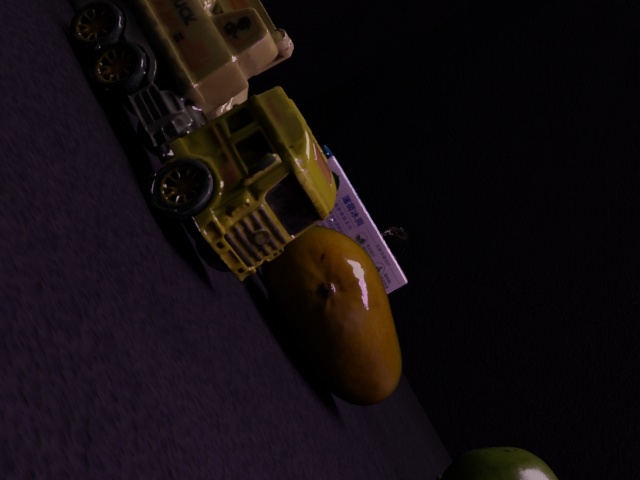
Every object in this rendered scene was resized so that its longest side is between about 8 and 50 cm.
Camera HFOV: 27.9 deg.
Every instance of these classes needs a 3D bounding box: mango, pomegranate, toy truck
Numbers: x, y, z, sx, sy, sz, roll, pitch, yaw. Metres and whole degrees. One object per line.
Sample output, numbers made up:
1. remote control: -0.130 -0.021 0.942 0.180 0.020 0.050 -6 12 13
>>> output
1. mango: 0.017 0.089 1.334 0.156 0.114 0.251 48 -18 43
2. pomegranate: 0.213 0.348 1.633 0.181 0.181 0.224 59 -19 -3
3. toy truck: -0.085 -0.114 1.054 0.272 0.157 0.124 60 2 30

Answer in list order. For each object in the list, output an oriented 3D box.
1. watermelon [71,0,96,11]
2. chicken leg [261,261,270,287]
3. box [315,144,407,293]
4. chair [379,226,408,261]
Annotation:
1. watermelon: -0.175 -0.336 1.248 0.201 0.213 0.261 57 3 -38
2. chicken leg: -0.070 -0.026 1.418 0.085 0.069 0.198 -100 166 -79
3. box: 0.000 0.000 1.614 0.194 0.139 0.073 59 2 -17
4. chair: 0.026 0.016 1.788 0.213 0.174 0.149 46 4 -26
